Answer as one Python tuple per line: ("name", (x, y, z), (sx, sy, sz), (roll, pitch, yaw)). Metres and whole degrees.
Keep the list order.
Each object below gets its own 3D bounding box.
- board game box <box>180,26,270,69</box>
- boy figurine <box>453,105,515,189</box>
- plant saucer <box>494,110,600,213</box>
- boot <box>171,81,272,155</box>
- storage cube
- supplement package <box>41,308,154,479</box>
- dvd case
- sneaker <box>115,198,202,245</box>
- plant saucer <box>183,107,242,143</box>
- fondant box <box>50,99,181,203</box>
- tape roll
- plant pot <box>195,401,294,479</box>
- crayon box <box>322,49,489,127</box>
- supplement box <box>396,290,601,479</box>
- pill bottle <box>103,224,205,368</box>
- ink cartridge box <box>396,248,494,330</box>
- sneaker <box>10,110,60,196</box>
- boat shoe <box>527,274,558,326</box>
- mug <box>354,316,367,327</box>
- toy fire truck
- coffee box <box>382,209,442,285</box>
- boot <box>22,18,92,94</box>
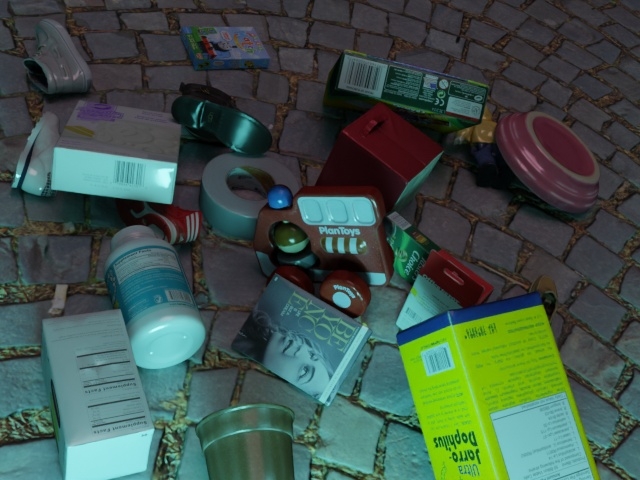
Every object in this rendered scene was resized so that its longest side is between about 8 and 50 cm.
("board game box", (-0.265, -0.536, 2.185), (0.211, 0.039, 0.160), (-7, 49, -25))
("boy figurine", (0.434, -0.266, 2.108), (0.177, 0.092, 0.285), (5, 45, -13))
("plant saucer", (0.610, -0.222, 2.060), (0.332, 0.084, 0.332), (23, 42, -22))
("boot", (-0.226, -0.305, 1.864), (0.262, 0.091, 0.229), (25, 20, -7))
("storage cube", (0.135, -0.168, 1.833), (0.193, 0.215, 0.183), (38, 46, 11))
("supplement package", (-0.372, 0.254, 1.293), (0.133, 0.139, 0.244), (-7, 48, -25))
("dvd case", (-0.036, 0.186, 1.495), (0.221, 0.018, 0.165), (30, 79, 11))
("sneaker", (-0.338, -0.055, 1.677), (0.128, 0.087, 0.221), (-2, 39, -49))
("plant saucer", (-0.265, -0.291, 1.949), (0.168, 0.029, 0.169), (9, 45, -9))
("fondant box", (-0.424, -0.196, 1.683), (0.238, 0.096, 0.330), (7, 24, -11))
("tape roll", (-0.161, -0.104, 1.766), (0.219, 0.072, 0.219), (10, 45, -10))
("plant pot", (-0.111, 0.370, 1.261), (0.166, 0.167, 0.165), (0, 55, -18))
("crayon box", (0.202, -0.365, 1.995), (0.362, 0.106, 0.313), (13, 1, -6))
("supplement box", (0.297, 0.292, 1.341), (0.194, 0.195, 0.357), (-8, 76, -25))
("pill bottle", (-0.317, 0.095, 1.465), (0.146, 0.146, 0.264), (-8, 49, -25))
("ink cartridge box", (0.252, 0.117, 1.566), (0.134, 0.231, 0.078), (38, 47, 20))
("sneaker", (-0.596, -0.185, 1.710), (0.094, 0.090, 0.235), (19, 46, -18))
("boat shoe", (0.502, 0.136, 1.743), (0.068, 0.072, 0.190), (19, 44, 1))
("mug", (0.065, 0.177, 1.572), (0.078, 0.062, 0.064), (-6, 56, -15))
("toy fire truck", (0.000, 0.000, 1.553), (0.302, 0.254, 0.169), (4, 35, 28))
("coffee box", (0.198, 0.030, 1.721), (0.040, 0.113, 0.184), (-29, 62, -39))
("boot", (-0.672, -0.454, 1.928), (0.123, 0.095, 0.258), (-17, 55, -40))
